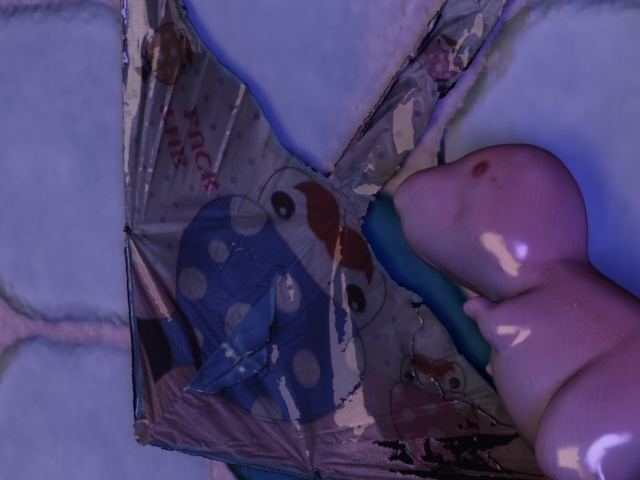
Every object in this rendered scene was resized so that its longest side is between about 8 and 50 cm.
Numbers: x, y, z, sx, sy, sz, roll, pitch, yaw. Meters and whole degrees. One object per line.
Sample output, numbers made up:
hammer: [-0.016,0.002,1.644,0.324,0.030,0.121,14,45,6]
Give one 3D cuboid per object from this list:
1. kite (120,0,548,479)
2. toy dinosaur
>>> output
kite: [0.000,0.000,0.871,0.335,0.011,0.314,49,124,15]
toy dinosaur: [0.117,0.055,0.749,0.194,0.152,0.177,2,66,25]
